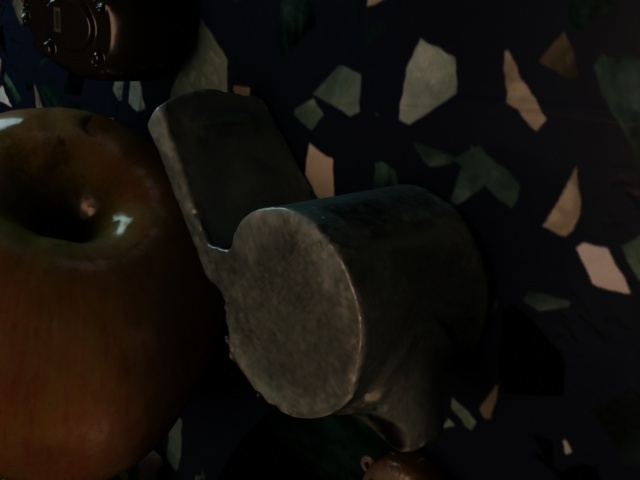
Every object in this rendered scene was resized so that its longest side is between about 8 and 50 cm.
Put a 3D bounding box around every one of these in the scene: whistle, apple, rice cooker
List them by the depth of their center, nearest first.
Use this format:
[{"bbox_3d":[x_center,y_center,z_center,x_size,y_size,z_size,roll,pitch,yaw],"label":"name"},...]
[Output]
[{"bbox_3d":[-0.017,0.016,1.006,0.404,0.168,0.188,38,125,37],"label":"whistle"},{"bbox_3d":[0.113,0.288,1.038,0.220,0.057,0.107,41,127,27],"label":"whistle"},{"bbox_3d":[-0.293,0.070,1.155,0.391,0.391,0.346,47,141,24],"label":"apple"},{"bbox_3d":[-0.239,-0.247,1.178,0.203,0.118,0.142,20,116,36],"label":"rice cooker"}]

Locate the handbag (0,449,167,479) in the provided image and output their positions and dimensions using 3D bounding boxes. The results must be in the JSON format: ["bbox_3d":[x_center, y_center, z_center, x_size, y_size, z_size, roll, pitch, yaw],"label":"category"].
[{"bbox_3d":[-0.348,0.344,1.418,0.251,0.193,0.190,20,112,39],"label":"handbag"}]
